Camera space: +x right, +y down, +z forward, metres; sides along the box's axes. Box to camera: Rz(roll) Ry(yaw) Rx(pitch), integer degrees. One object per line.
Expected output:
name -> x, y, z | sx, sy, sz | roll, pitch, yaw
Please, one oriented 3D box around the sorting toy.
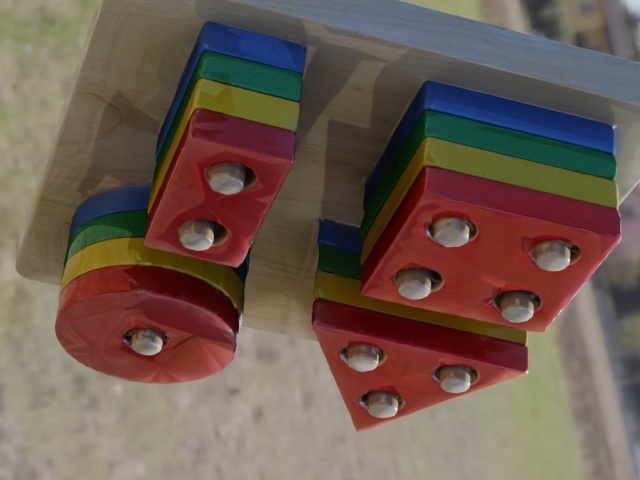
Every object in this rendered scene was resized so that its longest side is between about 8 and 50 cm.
sorting toy -> 0.000, 0.000, 0.875 | 0.255, 0.257, 0.089 | 121, -22, -54
